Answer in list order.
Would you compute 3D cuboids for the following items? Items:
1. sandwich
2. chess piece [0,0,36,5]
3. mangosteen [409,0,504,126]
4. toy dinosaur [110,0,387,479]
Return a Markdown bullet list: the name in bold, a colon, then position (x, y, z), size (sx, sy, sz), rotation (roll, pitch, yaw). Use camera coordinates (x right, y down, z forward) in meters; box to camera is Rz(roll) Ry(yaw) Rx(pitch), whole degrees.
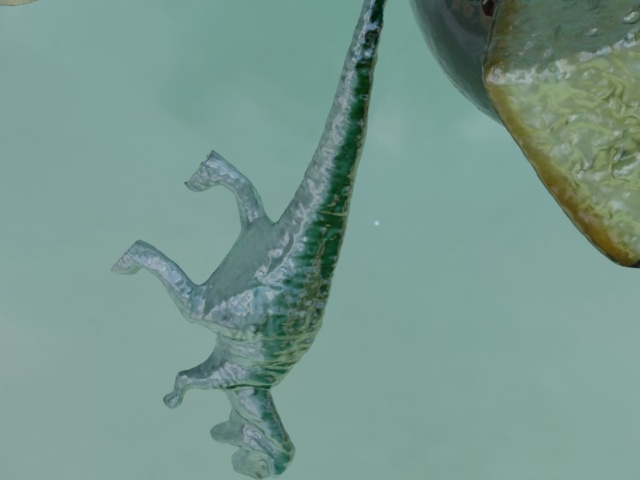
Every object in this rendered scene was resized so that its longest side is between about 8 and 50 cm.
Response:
- **sandwich**: position (0.170, -0.117, 0.779), size (0.122, 0.236, 0.128), rotation (-17, 127, 34)
- **chess piece**: position (-0.314, -0.345, 1.576), size (0.142, 0.143, 0.261), rotation (-31, 132, 2)
- **mangosteen**: position (0.284, -0.263, 1.534), size (0.382, 0.435, 0.382), rotation (6, 99, 44)
- **toy dinosaur**: position (-0.047, -0.016, 0.994), size (0.129, 0.076, 0.383), rotation (15, 125, 4)
